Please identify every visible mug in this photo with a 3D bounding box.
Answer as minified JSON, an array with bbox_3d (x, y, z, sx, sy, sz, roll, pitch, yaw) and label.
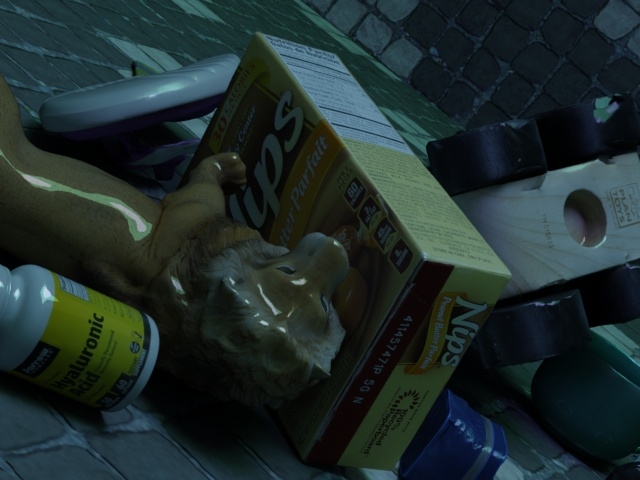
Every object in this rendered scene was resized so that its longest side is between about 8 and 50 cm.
[{"bbox_3d":[0.291,0.171,1.556,0.158,0.097,0.129,40,13,14],"label":"mug"}]

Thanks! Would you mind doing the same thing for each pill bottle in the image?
[{"bbox_3d":[-0.157,0.052,0.884,0.116,0.065,0.065,27,16,-33],"label":"pill bottle"}]

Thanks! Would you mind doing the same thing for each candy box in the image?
[{"bbox_3d":[0.000,0.000,1.148,0.087,0.183,0.316,12,28,-35],"label":"candy box"}]

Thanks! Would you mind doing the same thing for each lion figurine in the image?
[{"bbox_3d":[-0.164,-0.019,1.036,0.392,0.142,0.240,21,22,-4],"label":"lion figurine"}]

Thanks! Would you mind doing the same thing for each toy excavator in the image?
[{"bbox_3d":[0.186,-0.002,1.628,0.433,0.445,0.222,-14,90,-38],"label":"toy excavator"}]

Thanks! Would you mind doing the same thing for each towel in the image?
[{"bbox_3d":[-0.190,-0.183,1.755,0.060,0.009,0.083,31,13,-21],"label":"towel"}]

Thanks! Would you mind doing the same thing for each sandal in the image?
[{"bbox_3d":[-0.134,-0.111,1.421,0.416,0.169,0.102,-47,123,-77],"label":"sandal"}]

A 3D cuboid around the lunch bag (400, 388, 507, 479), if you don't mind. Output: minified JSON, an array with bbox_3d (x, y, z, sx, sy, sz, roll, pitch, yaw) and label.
[{"bbox_3d":[0.105,0.164,1.167,0.065,0.067,0.098,36,12,-3],"label":"lunch bag"}]

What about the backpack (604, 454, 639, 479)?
[{"bbox_3d":[0.325,0.247,1.343,0.152,0.115,0.182,39,10,22],"label":"backpack"}]
